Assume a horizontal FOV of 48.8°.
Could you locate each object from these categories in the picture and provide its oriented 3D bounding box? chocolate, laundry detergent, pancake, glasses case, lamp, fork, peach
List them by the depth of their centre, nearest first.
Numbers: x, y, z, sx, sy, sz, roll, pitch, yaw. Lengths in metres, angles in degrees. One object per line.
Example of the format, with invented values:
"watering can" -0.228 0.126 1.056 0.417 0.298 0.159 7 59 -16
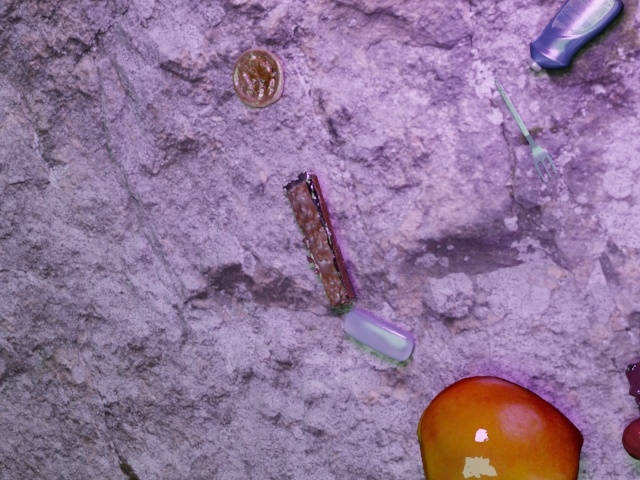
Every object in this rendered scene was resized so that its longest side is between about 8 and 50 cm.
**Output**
"laundry detergent" 0.489 -0.410 1.393 0.097 0.061 0.206 48 114 10
"lamp" 0.654 0.396 1.407 0.101 0.090 0.101 -2 128 -3
"peach" 0.368 0.433 1.449 0.332 0.308 0.308 -7 94 10
"fork" 0.425 -0.236 1.471 0.039 0.021 0.235 -29 83 22
"glasses case" 0.136 0.221 1.656 0.178 0.045 0.067 25 107 20
"chocolate" 0.006 -0.002 1.683 0.102 0.065 0.329 -22 86 45
"pancake" -0.152 -0.399 1.723 0.151 0.025 0.152 4 98 27

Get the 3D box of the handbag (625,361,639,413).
"handbag" 0.696 0.288 1.320 0.074 0.203 0.216 37 119 -26
